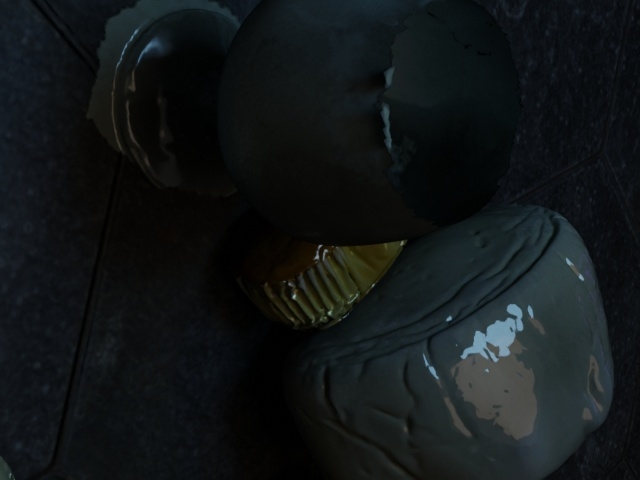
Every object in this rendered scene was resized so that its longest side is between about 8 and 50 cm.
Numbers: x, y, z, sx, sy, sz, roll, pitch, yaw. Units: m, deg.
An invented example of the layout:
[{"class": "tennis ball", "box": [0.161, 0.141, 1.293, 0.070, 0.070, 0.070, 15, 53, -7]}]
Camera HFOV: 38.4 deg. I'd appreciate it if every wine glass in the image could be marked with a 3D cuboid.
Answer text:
[{"class": "wine glass", "box": [-0.011, -0.114, 0.776, 0.238, 0.323, 0.238, -7, 99, -46]}]

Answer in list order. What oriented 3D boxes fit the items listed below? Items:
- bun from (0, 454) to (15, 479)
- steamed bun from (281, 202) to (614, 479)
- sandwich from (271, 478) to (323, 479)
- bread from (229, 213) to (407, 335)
[{"class": "bun", "box": [-0.339, 0.239, 0.628, 0.287, 0.146, 0.287, -8, 99, -59]}, {"class": "steamed bun", "box": [0.165, 0.121, 0.959, 0.383, 0.236, 0.247, -33, 111, -35]}, {"class": "sandwich", "box": [-0.057, 0.322, 0.972, 0.244, 0.088, 0.090, -15, 116, -47]}, {"class": "bread", "box": [0.000, 0.000, 0.939, 0.190, 0.132, 0.114, -53, 127, -29]}]
